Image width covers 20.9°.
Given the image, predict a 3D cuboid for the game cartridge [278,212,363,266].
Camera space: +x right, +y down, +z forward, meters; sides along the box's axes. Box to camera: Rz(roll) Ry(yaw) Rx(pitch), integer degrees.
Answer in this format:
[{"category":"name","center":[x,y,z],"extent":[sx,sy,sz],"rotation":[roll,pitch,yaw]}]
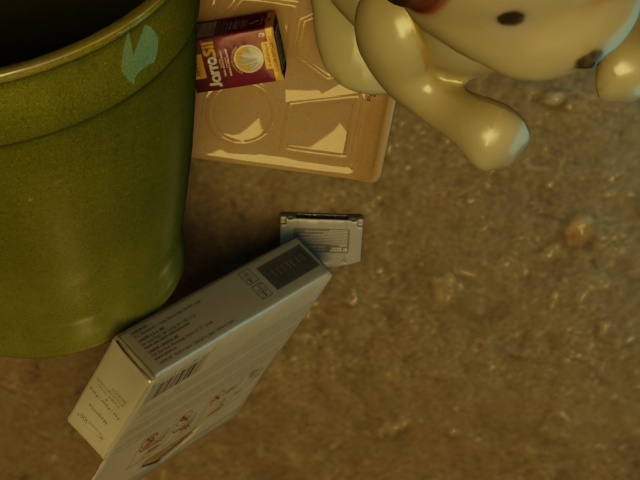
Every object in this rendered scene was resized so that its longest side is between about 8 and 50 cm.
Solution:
[{"category":"game cartridge","center":[0.000,0.000,1.738],"extent":[0.083,0.017,0.056],"rotation":[2,114,-3]}]

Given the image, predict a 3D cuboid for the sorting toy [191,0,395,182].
[{"category":"sorting toy","center":[-0.030,-0.157,1.645],"extent":[0.208,0.038,0.193],"rotation":[10,117,-2]}]

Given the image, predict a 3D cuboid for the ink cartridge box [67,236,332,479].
[{"category":"ink cartridge box","center":[-0.133,0.134,1.676],"extent":[0.060,0.275,0.239],"rotation":[46,131,13]}]

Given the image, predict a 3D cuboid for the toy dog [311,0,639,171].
[{"category":"toy dog","center":[0.142,-0.259,1.371],"extent":[0.285,0.408,0.395],"rotation":[-13,109,-5]}]

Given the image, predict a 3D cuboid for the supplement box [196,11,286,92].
[{"category":"supplement box","center":[-0.077,-0.173,1.592],"extent":[0.083,0.043,0.055],"rotation":[-9,117,8]}]

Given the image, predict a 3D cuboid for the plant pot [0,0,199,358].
[{"category":"plant pot","center":[-0.258,-0.098,1.516],"extent":[0.367,0.366,0.353],"rotation":[-7,129,2]}]
